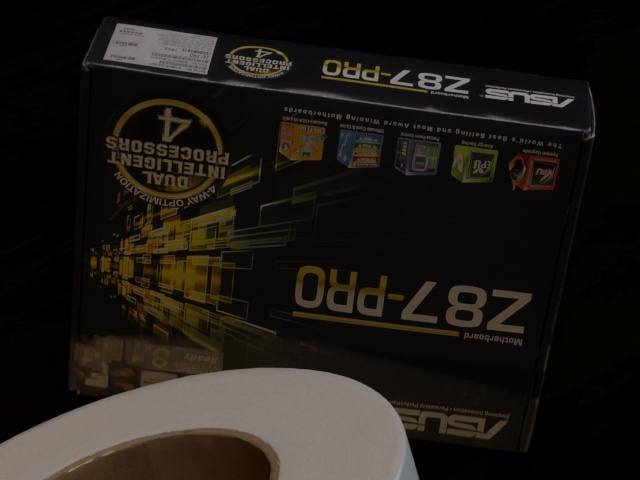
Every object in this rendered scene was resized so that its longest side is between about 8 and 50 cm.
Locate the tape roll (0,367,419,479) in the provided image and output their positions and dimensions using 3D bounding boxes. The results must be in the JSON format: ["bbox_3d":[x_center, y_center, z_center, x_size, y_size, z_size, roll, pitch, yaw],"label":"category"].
[{"bbox_3d":[-0.121,0.208,1.308,0.392,0.072,0.392,-14,21,6],"label":"tape roll"}]

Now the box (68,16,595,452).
[{"bbox_3d":[0.000,0.000,1.550,0.394,0.318,0.097,8,34,0],"label":"box"}]
